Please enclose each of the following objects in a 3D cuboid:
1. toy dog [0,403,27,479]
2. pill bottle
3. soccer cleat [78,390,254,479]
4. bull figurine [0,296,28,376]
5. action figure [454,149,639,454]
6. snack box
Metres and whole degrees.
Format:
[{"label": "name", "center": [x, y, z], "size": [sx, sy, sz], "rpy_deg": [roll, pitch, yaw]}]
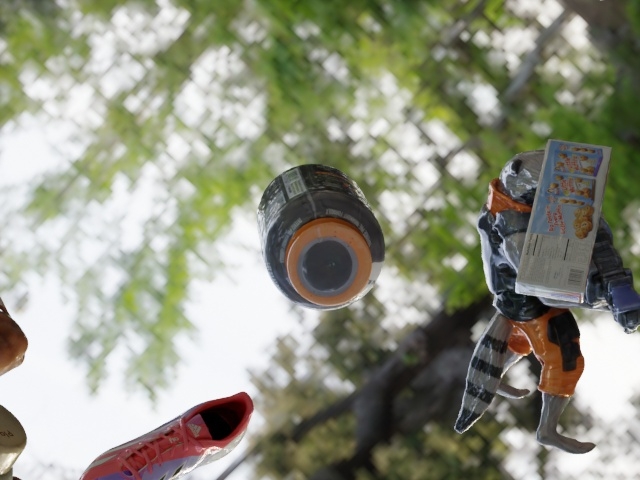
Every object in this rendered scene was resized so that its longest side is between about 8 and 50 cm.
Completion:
[{"label": "toy dog", "center": [-0.371, 0.169, 1.709], "size": [0.161, 0.220, 0.334], "rpy_deg": [23, -141, -50]}, {"label": "pill bottle", "center": [0.000, 0.000, 1.895], "size": [0.130, 0.130, 0.246], "rpy_deg": [40, -173, -12]}, {"label": "soccer cleat", "center": [-0.173, 0.237, 1.962], "size": [0.248, 0.095, 0.083], "rpy_deg": [-25, -110, -45]}, {"label": "bull figurine", "center": [-0.519, 0.154, 2.465], "size": [0.188, 0.101, 0.310], "rpy_deg": [60, -159, -3]}, {"label": "action figure", "center": [0.236, 0.063, 1.900], "size": [0.178, 0.330, 0.341], "rpy_deg": [-3, -164, -3]}, {"label": "snack box", "center": [0.234, -0.021, 1.685], "size": [0.022, 0.064, 0.178], "rpy_deg": [81, -158, -52]}]
